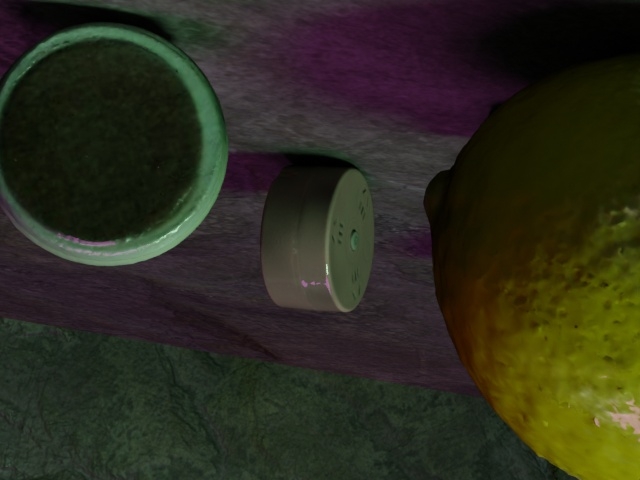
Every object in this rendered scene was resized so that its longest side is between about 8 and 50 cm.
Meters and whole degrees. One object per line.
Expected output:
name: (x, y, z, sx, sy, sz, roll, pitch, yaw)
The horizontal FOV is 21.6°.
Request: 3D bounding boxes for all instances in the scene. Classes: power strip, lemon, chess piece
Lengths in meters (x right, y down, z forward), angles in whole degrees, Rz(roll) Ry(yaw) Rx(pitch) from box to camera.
power strip: (0.000, 0.000, 1.702, 0.078, 0.154, 0.154, 2, 167, 20)
lemon: (0.241, 0.022, 1.257, 0.364, 0.364, 0.364, 6, 168, 1)
chess piece: (-0.182, -0.071, 1.433, 0.195, 0.194, 0.299, 7, 177, -6)

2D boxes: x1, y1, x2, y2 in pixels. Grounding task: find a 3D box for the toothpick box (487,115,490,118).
toothpick box: (0.219, -0.054, 1.473, 0.153, 0.101, 0.101, 5, 168, 4)
